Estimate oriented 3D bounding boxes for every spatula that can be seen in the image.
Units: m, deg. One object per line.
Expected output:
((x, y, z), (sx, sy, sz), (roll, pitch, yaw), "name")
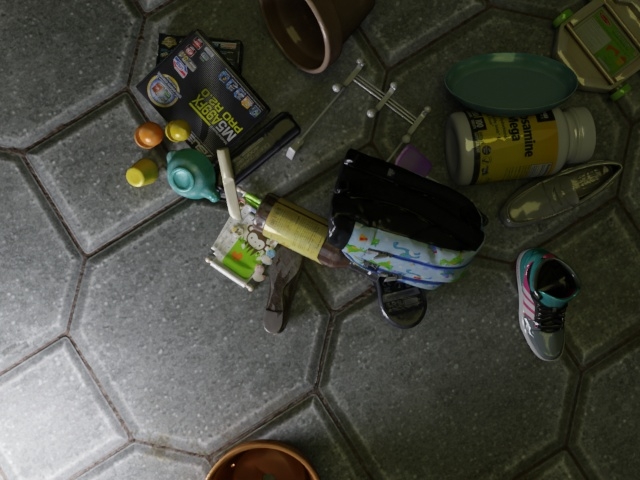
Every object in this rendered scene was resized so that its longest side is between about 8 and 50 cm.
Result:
((0.322, -0.133, 1.600), (0.296, 0.030, 0.084), (38, 89, 1), "spatula")

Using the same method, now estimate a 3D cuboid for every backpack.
((0.204, -0.036, 1.431), (0.356, 0.290, 0.273), (8, 131, 4), "backpack")

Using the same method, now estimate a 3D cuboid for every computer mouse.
((0.202, 0.096, 1.574), (0.189, 0.072, 0.272), (-9, 75, 1), "computer mouse")

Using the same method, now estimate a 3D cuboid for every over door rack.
((0.101, -0.282, 1.569), (0.239, 0.108, 0.324), (37, 88, 2), "over door rack")

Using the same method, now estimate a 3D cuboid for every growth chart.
((-0.190, -0.001, 1.598), (0.172, 0.021, 0.237), (26, 88, 0), "growth chart")

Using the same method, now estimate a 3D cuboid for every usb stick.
((-0.173, -0.231, 1.597), (0.278, 0.045, 0.077), (-40, 95, -2), "usb stick")

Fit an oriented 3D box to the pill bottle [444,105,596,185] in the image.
((0.495, -0.247, 1.527), (0.334, 0.188, 0.187), (-7, 87, -1), "pill bottle")

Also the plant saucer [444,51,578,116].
((0.470, -0.386, 1.517), (0.318, 0.317, 0.043), (-8, 129, -1), "plant saucer")

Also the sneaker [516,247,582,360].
((0.575, 0.161, 1.511), (0.124, 0.178, 0.295), (-10, 87, -1), "sneaker")

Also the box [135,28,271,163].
((-0.294, -0.359, 1.544), (0.216, 0.060, 0.270), (-40, 101, 11), "box")

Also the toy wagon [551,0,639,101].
((0.788, -0.543, 1.604), (0.344, 0.068, 0.267), (-36, 88, -3), "toy wagon")

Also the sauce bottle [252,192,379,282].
((0.000, 0.000, 1.522), (0.344, 0.111, 0.111), (28, 87, 6), "sauce bottle")

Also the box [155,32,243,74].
((-0.321, -0.445, 1.603), (0.220, 0.051, 0.175), (4, 88, 0), "box")

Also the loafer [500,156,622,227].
((0.614, -0.128, 1.559), (0.319, 0.111, 0.112), (-28, 90, -1), "loafer")

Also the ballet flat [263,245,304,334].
((-0.093, 0.122, 1.580), (0.084, 0.058, 0.249), (8, 81, 20), "ballet flat")

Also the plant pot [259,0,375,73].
((0.013, -0.590, 1.533), (0.229, 0.263, 0.263), (-38, 88, -20), "plant pot")

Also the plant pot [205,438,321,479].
((-0.132, 0.610, 1.476), (0.291, 0.203, 0.290), (0, 88, 0), "plant pot")

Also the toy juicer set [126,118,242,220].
((-0.323, -0.198, 1.532), (0.329, 0.089, 0.209), (18, 117, 9), "toy juicer set")
